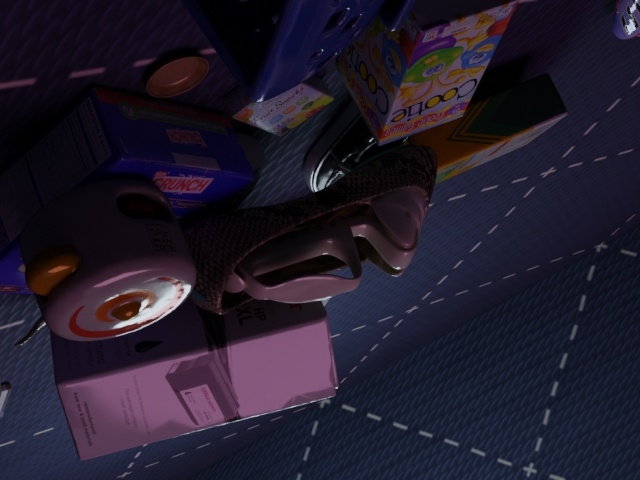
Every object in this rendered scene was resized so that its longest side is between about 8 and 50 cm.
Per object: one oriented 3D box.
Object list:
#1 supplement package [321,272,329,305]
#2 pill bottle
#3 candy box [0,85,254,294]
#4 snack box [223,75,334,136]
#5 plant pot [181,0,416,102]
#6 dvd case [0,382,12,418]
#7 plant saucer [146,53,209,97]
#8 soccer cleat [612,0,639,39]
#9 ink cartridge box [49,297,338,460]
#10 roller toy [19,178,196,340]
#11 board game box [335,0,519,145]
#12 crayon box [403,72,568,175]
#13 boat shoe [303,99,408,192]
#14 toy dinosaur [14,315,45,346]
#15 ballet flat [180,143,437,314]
[{"bbox_3d":[-0.056,0.105,2.269,0.105,0.105,0.179,-19,160,-26],"label":"supplement package"},{"bbox_3d":[-0.143,-0.089,1.656,0.086,0.086,0.152,-11,156,-40],"label":"pill bottle"},{"bbox_3d":[-0.291,-0.053,1.498,0.317,0.122,0.268,-35,159,26],"label":"candy box"},{"bbox_3d":[-0.056,-0.196,1.561,0.100,0.037,0.141,-34,160,19],"label":"snack box"},{"bbox_3d":[-0.011,-0.306,1.042,0.212,0.236,0.236,-26,163,-25],"label":"plant pot"},{"bbox_3d":[-0.709,0.340,2.154,0.221,0.018,0.164,-16,158,-31],"label":"dvd case"},{"bbox_3d":[-0.180,-0.208,1.397,0.083,0.015,0.083,-23,161,-8],"label":"plant saucer"},{"bbox_3d":[0.497,-0.397,1.740,0.095,0.083,0.248,8,158,-10],"label":"soccer cleat"},{"bbox_3d":[-0.200,0.135,1.707,0.394,0.285,0.166,-13,127,-9],"label":"ink cartridge box"},{"bbox_3d":[-0.253,0.030,1.357,0.191,0.146,0.209,-20,157,-10],"label":"roller toy"},{"bbox_3d":[0.130,-0.266,1.461,0.144,0.142,0.275,-21,161,-17],"label":"board game box"},{"bbox_3d":[0.231,-0.163,1.903,0.322,0.083,0.203,-24,175,-13],"label":"crayon box"},{"bbox_3d":[0.073,-0.140,1.782,0.113,0.105,0.306,-12,156,-38],"label":"boat shoe"},{"bbox_3d":[-0.376,0.095,1.853,0.268,0.064,0.118,-41,146,13],"label":"toy dinosaur"},{"bbox_3d":[0.019,0.002,1.601,0.482,0.182,0.164,-20,135,-30],"label":"ballet flat"}]
